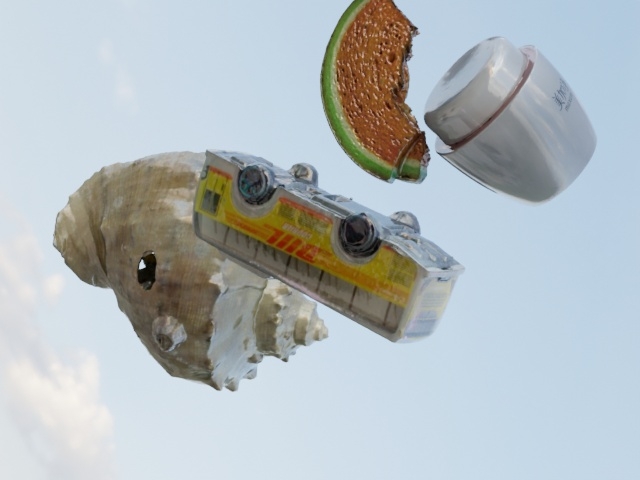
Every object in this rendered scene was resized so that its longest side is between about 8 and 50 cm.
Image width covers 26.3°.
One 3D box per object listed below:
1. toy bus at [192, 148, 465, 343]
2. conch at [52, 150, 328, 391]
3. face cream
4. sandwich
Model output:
[{"bbox_3d":[0.000,0.000,1.265,0.268,0.092,0.106,27,-76,29],"label":"toy bus"},{"bbox_3d":[-0.136,0.027,1.516,0.186,0.324,0.263,-125,-126,-76],"label":"conch"},{"bbox_3d":[0.121,-0.075,0.874,0.095,0.091,0.091,40,-17,-15],"label":"face cream"},{"bbox_3d":[0.035,-0.102,0.892,0.029,0.067,0.135,26,60,-73],"label":"sandwich"}]
